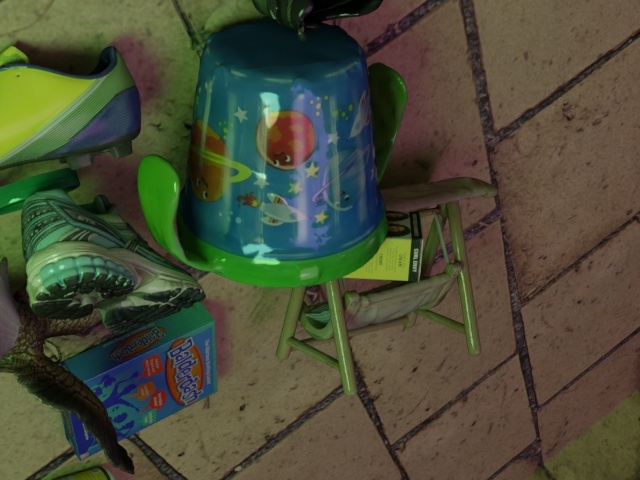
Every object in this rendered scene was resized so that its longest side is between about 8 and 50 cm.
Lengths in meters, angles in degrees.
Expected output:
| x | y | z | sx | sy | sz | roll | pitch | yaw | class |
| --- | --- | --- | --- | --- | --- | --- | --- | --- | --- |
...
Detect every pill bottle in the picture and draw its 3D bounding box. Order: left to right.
| x | y | z | sx | sy | sz | roll | pitch | yaw | class |
| --- | --- | --- | --- | --- | --- | --- | --- | --- | --- |
| -0.342 | 0.355 | 1.424 | 0.116 | 0.065 | 0.065 | -9 | 134 | -38 | pill bottle |

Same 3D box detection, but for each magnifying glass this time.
| x | y | z | sx | sy | sz | roll | pitch | yaw | class |
| --- | --- | --- | --- | --- | --- | --- | --- | --- | --- |
| -0.347 | -0.027 | 1.004 | 0.231 | 0.026 | 0.092 | -21 | -178 | -17 | magnifying glass |

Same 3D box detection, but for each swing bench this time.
| x | y | z | sx | sy | sz | roll | pitch | yaw | class |
| --- | --- | --- | --- | --- | --- | --- | --- | --- | --- |
| 0.087 | 0.041 | 1.404 | 0.253 | 0.165 | 0.254 | -10 | 110 | -37 | swing bench |

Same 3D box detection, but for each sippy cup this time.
| x | y | z | sx | sy | sz | roll | pitch | yaw | class |
| --- | --- | --- | --- | --- | --- | --- | --- | --- | --- |
| -0.040 | -0.106 | 1.095 | 0.240 | 0.305 | 0.224 | 7 | 124 | 7 | sippy cup |

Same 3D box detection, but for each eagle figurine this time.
| x | y | z | sx | sy | sz | roll | pitch | yaw | class |
| --- | --- | --- | --- | --- | --- | --- | --- | --- | --- |
| -0.300 | 0.114 | 1.101 | 0.298 | 0.225 | 0.226 | 14 | 107 | -39 | eagle figurine |

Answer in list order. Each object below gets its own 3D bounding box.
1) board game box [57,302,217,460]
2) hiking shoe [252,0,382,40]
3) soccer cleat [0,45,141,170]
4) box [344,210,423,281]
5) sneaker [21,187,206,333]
| x | y | z | sx | sy | sz | roll | pitch | yaw | class |
| --- | --- | --- | --- | --- | --- | --- | --- | --- | --- |
| -0.236 | 0.182 | 1.353 | 0.210 | 0.047 | 0.160 | -25 | 143 | -24 | board game box |
| 0.046 | -0.279 | 1.063 | 0.227 | 0.114 | 0.086 | -36 | 146 | -9 | hiking shoe |
| -0.305 | -0.112 | 0.948 | 0.289 | 0.093 | 0.121 | -16 | 108 | -27 | soccer cleat |
| 0.000 | 0.000 | 1.200 | 0.232 | 0.087 | 0.058 | 3 | 116 | 2 | box |
| -0.206 | 0.015 | 1.058 | 0.110 | 0.122 | 0.283 | -23 | 164 | 9 | sneaker |
